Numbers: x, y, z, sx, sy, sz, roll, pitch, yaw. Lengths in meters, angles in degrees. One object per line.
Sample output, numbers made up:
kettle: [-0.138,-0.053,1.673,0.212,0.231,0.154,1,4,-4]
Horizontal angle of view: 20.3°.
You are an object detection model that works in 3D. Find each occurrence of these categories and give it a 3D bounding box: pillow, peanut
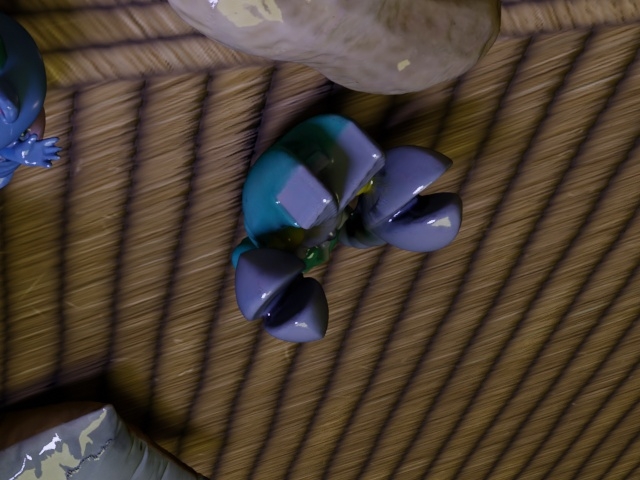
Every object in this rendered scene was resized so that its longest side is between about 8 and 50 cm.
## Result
pillow: [-0.301,0.258,1.848,0.312,0.119,0.310,-17,153,7]
peanut: [0.017,-0.164,1.128,0.274,0.111,0.125,9,132,-47]

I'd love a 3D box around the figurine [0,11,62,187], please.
figurine: [-0.243,-0.082,1.168,0.144,0.114,0.178,-12,164,-1]

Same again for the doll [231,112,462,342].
doll: [0.014,-0.015,1.418,0.195,0.153,0.258,-47,176,6]
